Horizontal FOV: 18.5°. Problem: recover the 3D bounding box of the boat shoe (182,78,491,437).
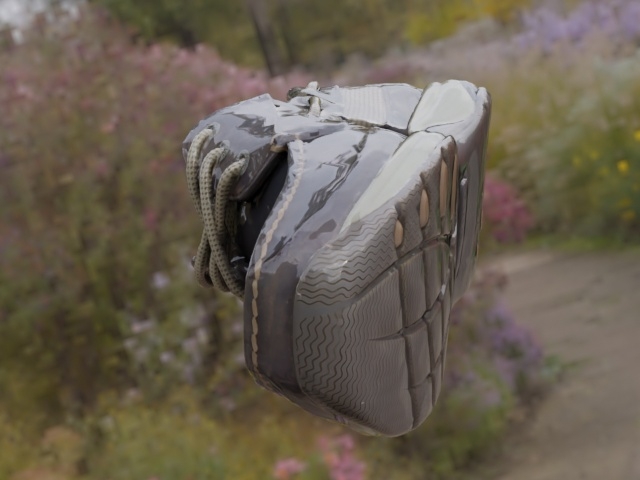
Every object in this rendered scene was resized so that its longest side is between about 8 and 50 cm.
[{"bbox_3d":[0.000,0.000,0.906,0.130,0.132,0.355,6,11,9],"label":"boat shoe"}]
